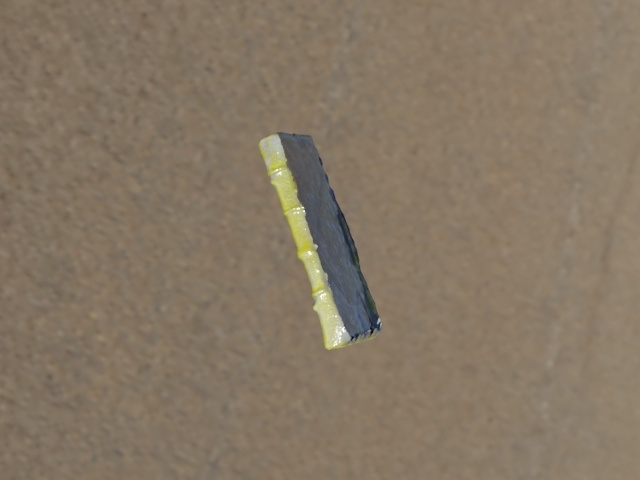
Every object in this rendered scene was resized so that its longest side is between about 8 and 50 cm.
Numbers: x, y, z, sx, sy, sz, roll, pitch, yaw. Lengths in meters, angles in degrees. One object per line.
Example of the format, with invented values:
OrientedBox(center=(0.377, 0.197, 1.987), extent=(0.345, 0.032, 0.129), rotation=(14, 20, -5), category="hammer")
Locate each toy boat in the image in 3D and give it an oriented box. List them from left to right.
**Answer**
OrientedBox(center=(0.000, 0.000, 0.923), extent=(0.063, 0.016, 0.115), rotation=(-4, 73, -70), category="toy boat")
